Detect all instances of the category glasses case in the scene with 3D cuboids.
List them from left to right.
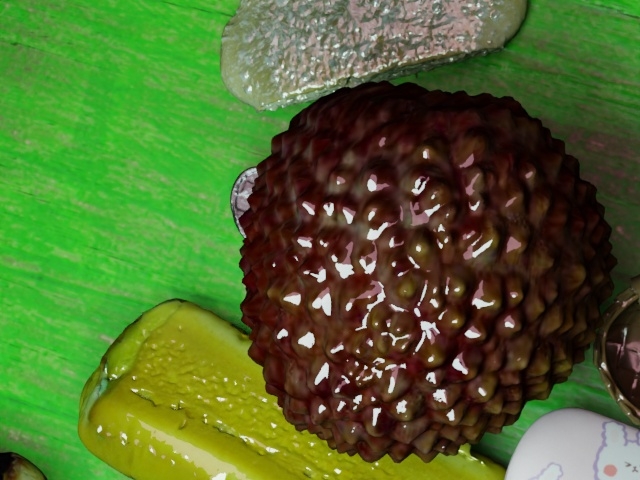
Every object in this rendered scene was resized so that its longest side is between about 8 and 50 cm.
[{"bbox_3d":[0.288,0.229,1.562,0.297,0.075,0.113,23,70,10],"label":"glasses case"}]

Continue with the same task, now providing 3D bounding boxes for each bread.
[{"bbox_3d":[-0.020,0.190,1.653,0.383,0.112,0.166,26,58,15],"label":"bread"},{"bbox_3d":[0.032,-0.232,1.762,0.286,0.056,0.207,-17,76,11],"label":"bread"}]

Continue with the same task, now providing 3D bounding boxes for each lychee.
[{"bbox_3d":[0.080,0.018,1.550,0.306,0.306,0.330,21,69,19],"label":"lychee"}]

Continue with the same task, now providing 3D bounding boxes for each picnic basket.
[{"bbox_3d":[0.283,0.082,1.554,0.138,0.178,0.128,-30,74,8],"label":"picnic basket"}]

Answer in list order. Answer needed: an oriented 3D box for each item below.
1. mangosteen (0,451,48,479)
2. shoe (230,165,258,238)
[{"bbox_3d":[-0.333,0.281,1.662,0.287,0.233,0.288,-2,84,15],"label":"mangosteen"},{"bbox_3d":[0.000,0.000,1.727,0.179,0.049,0.071,28,87,0],"label":"shoe"}]
